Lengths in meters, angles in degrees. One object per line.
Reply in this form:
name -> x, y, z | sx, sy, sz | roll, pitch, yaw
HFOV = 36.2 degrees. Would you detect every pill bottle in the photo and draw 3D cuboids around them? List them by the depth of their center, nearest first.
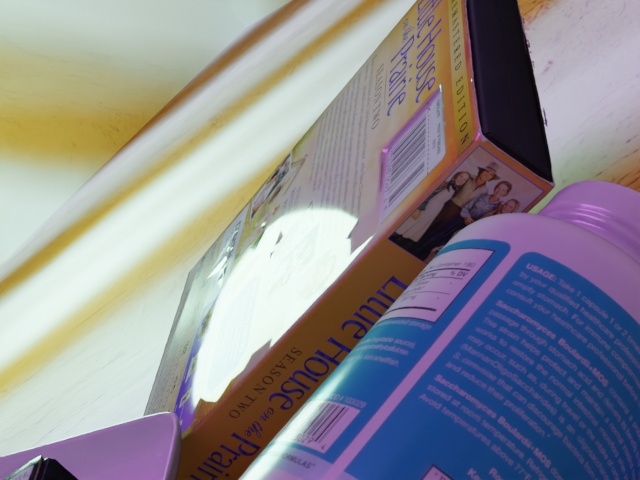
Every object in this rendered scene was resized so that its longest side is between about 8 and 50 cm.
pill bottle -> 0.083, 0.087, 0.475 | 0.264, 0.146, 0.146 | -45, 19, -26

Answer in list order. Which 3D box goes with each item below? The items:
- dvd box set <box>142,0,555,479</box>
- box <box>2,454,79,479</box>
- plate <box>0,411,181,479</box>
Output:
dvd box set -> 0.000, 0.000, 0.756 | 0.420, 0.062, 0.307 | -48, 20, 30
box -> -0.112, 0.222, 0.435 | 0.175, 0.220, 0.051 | -37, 21, 11
plate -> -0.212, 0.272, 0.670 | 0.278, 0.045, 0.277 | -19, 46, 30
